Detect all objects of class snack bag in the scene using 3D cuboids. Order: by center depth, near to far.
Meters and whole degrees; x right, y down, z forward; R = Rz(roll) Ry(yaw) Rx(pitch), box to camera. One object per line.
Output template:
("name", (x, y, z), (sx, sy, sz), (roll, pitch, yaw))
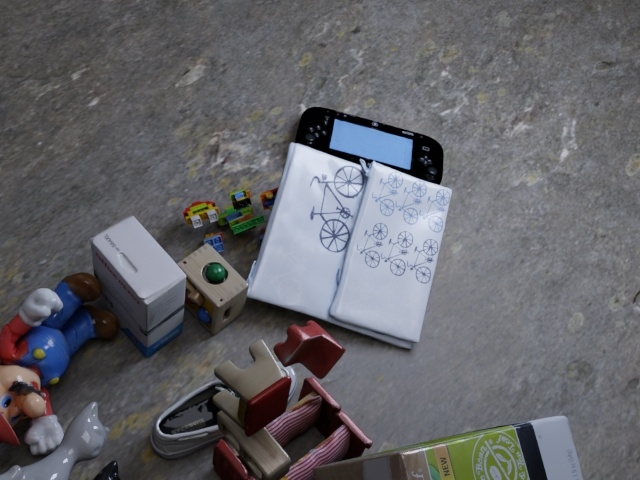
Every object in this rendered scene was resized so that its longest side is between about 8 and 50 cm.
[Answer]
("snack bag", (0.059, -0.001, 1.435), (0.343, 0.037, 0.323), (19, 76, -12))

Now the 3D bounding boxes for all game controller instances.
("game controller", (0.106, -0.195, 1.647), (0.319, 0.067, 0.166), (15, 55, -4))

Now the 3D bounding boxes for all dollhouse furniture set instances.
("dollhouse furniture set", (-0.032, 0.268, 1.125), (0.201, 0.374, 0.152), (-32, 65, -27))

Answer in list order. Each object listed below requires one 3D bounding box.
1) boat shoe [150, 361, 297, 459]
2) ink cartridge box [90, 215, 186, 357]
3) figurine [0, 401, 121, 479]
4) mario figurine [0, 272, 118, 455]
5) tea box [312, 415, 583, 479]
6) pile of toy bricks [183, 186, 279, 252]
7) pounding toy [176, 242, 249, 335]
("boat shoe", (-0.152, 0.264, 1.269), (0.268, 0.088, 0.096), (-19, 63, -23))
("ink cartridge box", (-0.300, 0.080, 1.284), (0.086, 0.203, 0.148), (-35, 71, -30))
("figurine", (-0.357, 0.355, 1.080), (0.092, 0.215, 0.209), (16, 39, 27))
("mario figurine", (-0.418, 0.199, 1.186), (0.198, 0.170, 0.320), (45, 45, -13))
("tea box", (0.202, 0.439, 1.069), (0.324, 0.220, 0.329), (-3, 73, -34))
("pile of toy bricks", (-0.149, -0.049, 1.483), (0.212, 0.118, 0.105), (-20, 29, -12))
("pounding toy", (-0.207, 0.079, 1.345), (0.130, 0.141, 0.100), (43, 59, 16))
